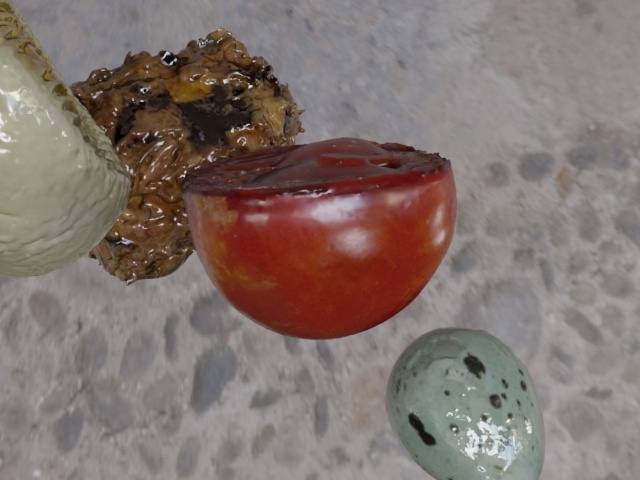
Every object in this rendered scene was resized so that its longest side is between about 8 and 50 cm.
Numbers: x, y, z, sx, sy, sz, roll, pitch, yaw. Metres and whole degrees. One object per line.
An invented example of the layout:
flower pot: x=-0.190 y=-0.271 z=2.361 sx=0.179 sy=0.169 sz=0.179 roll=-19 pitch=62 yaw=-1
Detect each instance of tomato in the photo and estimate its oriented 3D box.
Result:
tomato: x=0.000 y=0.000 z=1.078 sx=0.200 sy=0.233 sz=0.140 roll=-4 pitch=99 yaw=0

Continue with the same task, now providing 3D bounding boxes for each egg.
egg: x=0.129 y=0.150 z=1.233 sx=0.131 sy=0.164 sz=0.131 roll=-27 pitch=146 yaw=-20

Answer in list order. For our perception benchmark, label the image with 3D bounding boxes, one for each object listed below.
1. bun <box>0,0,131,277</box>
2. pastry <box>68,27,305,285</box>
bun: x=-0.235 y=-0.081 z=0.924 sx=0.153 sy=0.244 sz=0.244 roll=-29 pitch=106 yaw=0
pastry: x=-0.146 y=-0.092 z=1.317 sx=0.275 sy=0.275 sz=0.193 roll=-43 pitch=108 yaw=5
